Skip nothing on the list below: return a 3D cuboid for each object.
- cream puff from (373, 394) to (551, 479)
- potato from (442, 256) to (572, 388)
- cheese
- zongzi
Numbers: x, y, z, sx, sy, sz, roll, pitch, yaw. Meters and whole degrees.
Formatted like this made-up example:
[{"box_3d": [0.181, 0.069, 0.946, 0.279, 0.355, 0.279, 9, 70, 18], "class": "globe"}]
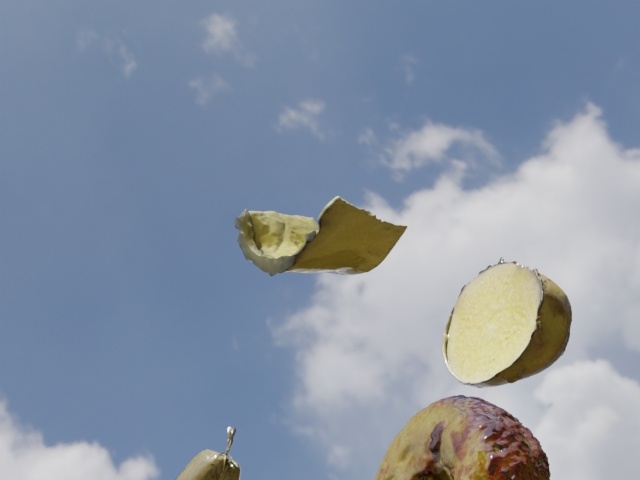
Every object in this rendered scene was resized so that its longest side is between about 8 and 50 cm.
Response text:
[{"box_3d": [0.091, 0.174, 0.654, 0.084, 0.149, 0.149, 30, -77, -21], "class": "cream puff"}, {"box_3d": [0.231, 0.107, 1.221, 0.081, 0.200, 0.164, 24, -107, -22], "class": "potato"}, {"box_3d": [0.001, 0.001, 0.557, 0.060, 0.084, 0.042, 10, -100, -45], "class": "cheese"}, {"box_3d": [-0.195, 0.323, 1.283, 0.178, 0.081, 0.189, 13, -88, -18], "class": "zongzi"}]
